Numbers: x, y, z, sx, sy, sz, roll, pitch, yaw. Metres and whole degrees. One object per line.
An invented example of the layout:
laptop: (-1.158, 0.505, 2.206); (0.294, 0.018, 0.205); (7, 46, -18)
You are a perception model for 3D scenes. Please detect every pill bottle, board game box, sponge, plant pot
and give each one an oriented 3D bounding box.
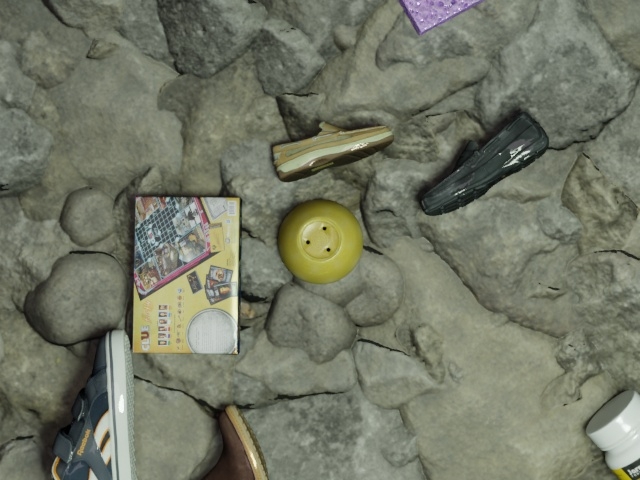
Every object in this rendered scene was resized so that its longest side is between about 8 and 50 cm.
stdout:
pill bottle: (0.506, 0.332, 1.535); (0.119, 0.119, 0.208); (-44, 88, -1)
board game box: (-0.206, 0.053, 1.587); (0.165, 0.042, 0.243); (1, 88, 0)
sponge: (0.218, -0.421, 1.605); (0.210, 0.031, 0.117); (-28, 89, -1)
plant pot: (0.000, 0.000, 1.561); (0.134, 0.095, 0.134); (0, 87, 0)

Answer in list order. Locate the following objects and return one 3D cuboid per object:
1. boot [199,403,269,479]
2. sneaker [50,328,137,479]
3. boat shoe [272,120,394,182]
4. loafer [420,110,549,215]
boot: (-0.177, 0.392, 1.551); (0.207, 0.090, 0.248); (-17, 92, -2)
sneaker: (-0.342, 0.295, 1.539); (0.128, 0.126, 0.320); (-1, 89, -4)
boat shoe: (0.016, -0.153, 1.584); (0.190, 0.068, 0.072); (-17, 76, 0)
loafer: (0.245, -0.116, 1.578); (0.223, 0.076, 0.078); (-33, 74, 1)
